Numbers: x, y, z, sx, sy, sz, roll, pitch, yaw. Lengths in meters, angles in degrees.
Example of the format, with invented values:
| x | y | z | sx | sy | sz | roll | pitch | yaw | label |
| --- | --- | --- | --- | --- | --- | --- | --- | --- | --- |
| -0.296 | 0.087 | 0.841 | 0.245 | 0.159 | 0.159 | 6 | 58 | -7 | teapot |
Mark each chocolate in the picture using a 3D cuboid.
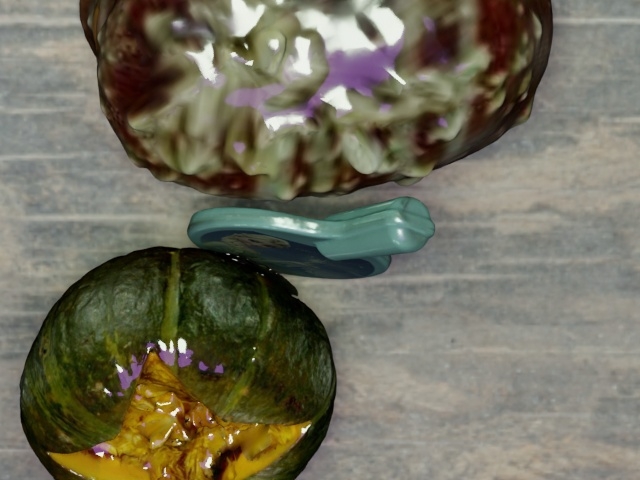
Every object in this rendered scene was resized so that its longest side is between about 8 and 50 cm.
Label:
| x | y | z | sx | sy | sz | roll | pitch | yaw | label |
| --- | --- | --- | --- | --- | --- | --- | --- | --- | --- |
| -0.006 | -0.131 | 1.212 | 0.340 | 0.210 | 0.225 | -4 | 108 | 1 | chocolate |

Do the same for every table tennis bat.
| x | y | z | sx | sy | sz | roll | pitch | yaw | label |
| --- | --- | --- | --- | --- | --- | --- | --- | --- | --- |
| 0.000 | 0.000 | 1.263 | 0.149 | 0.237 | 0.038 | 20 | 74 | -32 | table tennis bat |

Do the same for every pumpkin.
| x | y | z | sx | sy | sz | roll | pitch | yaw | label |
| --- | --- | --- | --- | --- | --- | --- | --- | --- | --- |
| -0.106 | 0.105 | 1.322 | 0.238 | 0.159 | 0.238 | -5 | 130 | -6 | pumpkin |
